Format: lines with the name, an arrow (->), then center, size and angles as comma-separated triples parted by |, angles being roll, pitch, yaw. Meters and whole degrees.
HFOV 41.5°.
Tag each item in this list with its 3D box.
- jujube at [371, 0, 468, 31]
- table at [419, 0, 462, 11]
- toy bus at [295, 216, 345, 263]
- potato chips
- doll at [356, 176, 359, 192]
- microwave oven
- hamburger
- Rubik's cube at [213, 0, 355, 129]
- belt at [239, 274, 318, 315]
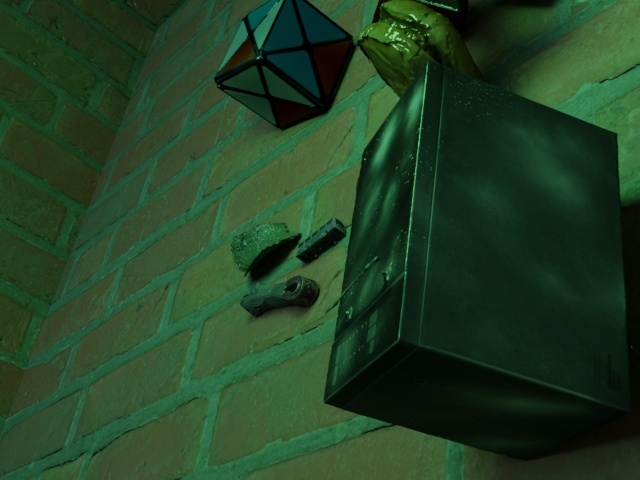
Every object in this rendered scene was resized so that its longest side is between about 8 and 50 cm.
jujube -> 0.213, -0.508, 1.908 | 0.255, 0.190, 0.190 | -42, 29, 49
table -> 0.241, -0.582, 1.617 | 0.251, 0.196, 0.282 | -24, 40, -35
toy bus -> 0.000, 0.000, 1.850 | 0.131, 0.037, 0.052 | -38, 29, 31
potato chips -> -0.144, 0.014, 2.030 | 0.167, 0.059, 0.228 | -52, 24, -6
doll -> 0.195, -0.093, 1.510 | 0.256, 0.152, 0.196 | -20, 67, 6
microwave oven -> 0.222, 0.031, 1.150 | 0.236, 0.375, 0.431 | 126, 159, -55
hamburger -> 0.208, -0.333, 1.624 | 0.145, 0.283, 0.259 | -42, 37, -6
Rubik's cube -> -0.096, -0.478, 2.266 | 0.250, 0.248, 0.246 | -11, 50, 53
belt -> -0.090, 0.117, 1.848 | 0.232, 0.053, 0.071 | -16, 56, 49
